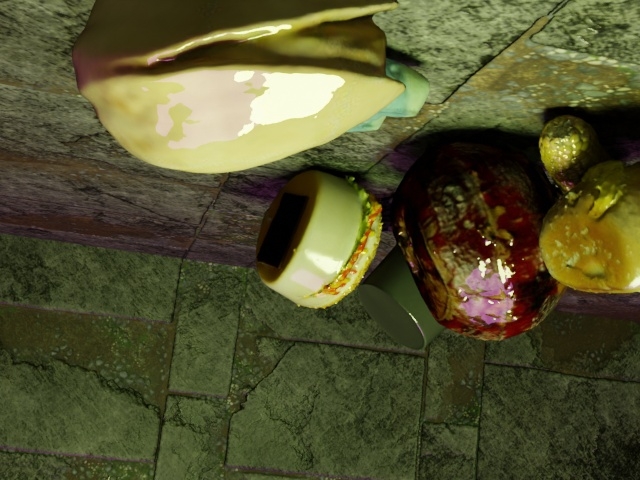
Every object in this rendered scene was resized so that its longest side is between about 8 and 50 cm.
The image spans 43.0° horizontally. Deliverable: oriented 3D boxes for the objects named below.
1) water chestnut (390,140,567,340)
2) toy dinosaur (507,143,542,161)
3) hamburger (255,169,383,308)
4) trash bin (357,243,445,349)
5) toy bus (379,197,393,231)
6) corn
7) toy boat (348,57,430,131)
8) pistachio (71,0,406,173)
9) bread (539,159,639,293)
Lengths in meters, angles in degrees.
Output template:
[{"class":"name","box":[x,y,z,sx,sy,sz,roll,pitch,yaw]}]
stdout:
[{"class":"water chestnut","box":[0.286,-0.019,1.342,0.302,0.351,0.350,-21,175,-12]},{"class":"toy dinosaur","box":[0.346,-0.141,1.313,0.113,0.026,0.041,6,-176,-44]},{"class":"hamburger","box":[0.000,0.000,1.617,0.179,0.276,0.294,25,174,-27]},{"class":"trash bin","box":[0.245,0.039,1.600,0.214,0.334,0.214,40,157,21]},{"class":"toy bus","box":[0.149,-0.052,1.798,0.076,0.073,0.167,3,177,-32]},{"class":"corn","box":[0.400,-0.115,1.238,0.101,0.101,0.291,1,167,29]},{"class":"toy boat","box":[-0.033,-0.207,1.036,0.329,0.123,0.215,-2,-179,-19]},{"class":"pistachio","box":[-0.078,-0.182,0.799,0.321,0.229,0.238,-6,-166,-10]},{"class":"bread","box":[0.442,-0.029,1.136,0.246,0.176,0.195,-11,-177,-34]}]
